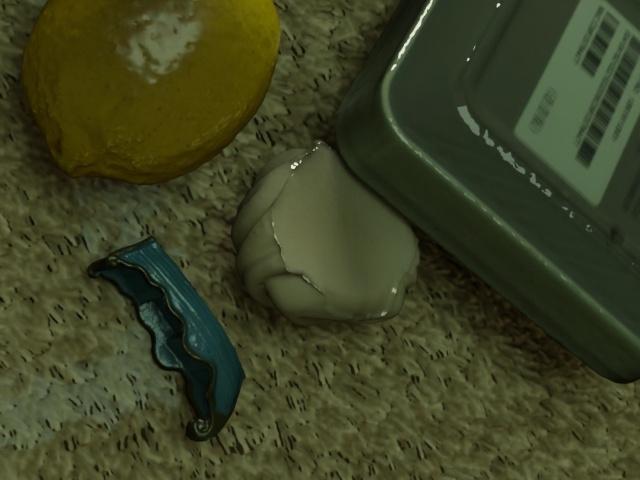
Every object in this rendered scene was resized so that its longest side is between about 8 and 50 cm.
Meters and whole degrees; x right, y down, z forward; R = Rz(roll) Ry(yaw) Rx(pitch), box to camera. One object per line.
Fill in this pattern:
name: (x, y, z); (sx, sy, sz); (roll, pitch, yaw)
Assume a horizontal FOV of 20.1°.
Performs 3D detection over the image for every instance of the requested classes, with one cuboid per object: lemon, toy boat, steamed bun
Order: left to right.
lemon: (-0.143, -0.158, 1.544); (0.204, 0.204, 0.260); (45, 67, -10)
toy boat: (-0.134, 0.086, 1.574); (0.077, 0.075, 0.185); (-41, 102, -27)
steamed bun: (0.000, 0.000, 1.631); (0.183, 0.106, 0.183); (13, 65, -30)

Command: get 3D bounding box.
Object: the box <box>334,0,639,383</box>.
box: (0.242, -0.114, 1.712); (0.396, 0.111, 0.396); (39, 54, -14)
